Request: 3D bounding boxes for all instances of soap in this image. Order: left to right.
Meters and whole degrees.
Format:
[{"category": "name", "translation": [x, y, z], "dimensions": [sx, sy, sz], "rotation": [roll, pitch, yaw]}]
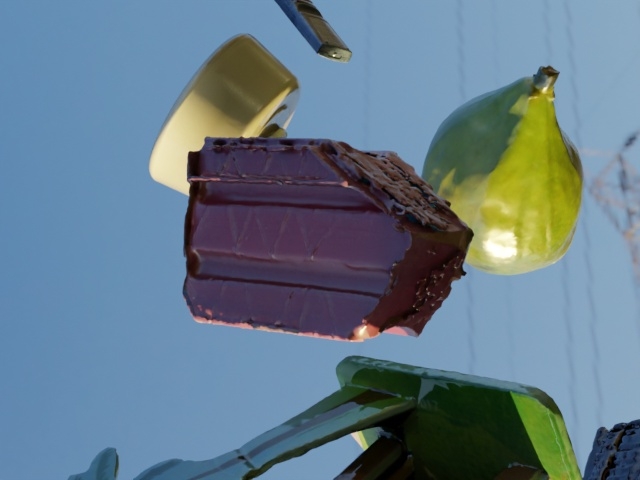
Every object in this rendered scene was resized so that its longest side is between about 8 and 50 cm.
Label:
[{"category": "soap", "translation": [0.000, 0.000, 1.178], "dimensions": [0.099, 0.250, 0.162], "rotation": [9, -92, -47]}]

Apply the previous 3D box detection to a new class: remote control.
[{"category": "remote control", "translation": [-0.016, -0.240, 1.543], "dimensions": [0.043, 0.027, 0.152], "rotation": [17, -151, -42]}]

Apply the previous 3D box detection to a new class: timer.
[{"category": "timer", "translation": [-0.014, -0.064, 1.430], "dimensions": [0.266, 0.175, 0.175], "rotation": [34, -143, 6]}]

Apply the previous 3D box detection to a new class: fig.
[{"category": "fig", "translation": [0.245, -0.111, 1.882], "dimensions": [0.233, 0.233, 0.314], "rotation": [-42, -40, -55]}]

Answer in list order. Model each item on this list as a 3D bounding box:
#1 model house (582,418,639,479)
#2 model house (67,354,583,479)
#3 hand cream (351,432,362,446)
[{"category": "model house", "translation": [0.366, 0.204, 1.250], "dimensions": [0.317, 0.282, 0.297], "rotation": [-57, -37, -37]}, {"category": "model house", "translation": [-0.012, 0.284, 0.996], "dimensions": [0.323, 0.340, 0.300], "rotation": [-37, -61, -37]}, {"category": "hand cream", "translation": [0.152, 0.348, 1.964], "dimensions": [0.312, 0.111, 0.070], "rotation": [49, 176, -6]}]
